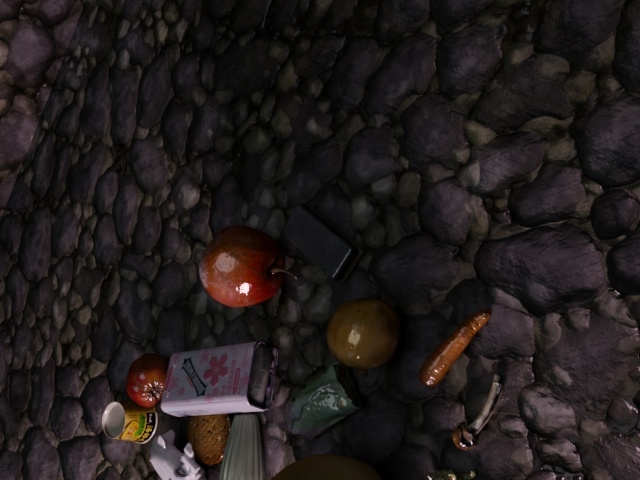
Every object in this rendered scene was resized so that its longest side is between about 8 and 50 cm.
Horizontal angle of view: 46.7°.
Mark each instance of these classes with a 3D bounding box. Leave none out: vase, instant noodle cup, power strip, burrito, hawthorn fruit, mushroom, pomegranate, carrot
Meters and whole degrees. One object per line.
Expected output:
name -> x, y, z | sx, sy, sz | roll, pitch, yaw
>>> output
vase -> -0.213, 0.605, 2.044 | 0.128, 0.128, 0.248 | -13, 64, 36
instant noodle cup -> -0.612, 0.573, 2.359 | 0.151, 0.122, 0.152 | -7, 78, 35
power strip -> 0.000, 0.000, 2.024 | 0.256, 0.070, 0.105 | 41, 105, 34
burrito -> -0.004, 0.427, 1.932 | 0.229, 0.089, 0.144 | -41, 56, 23
hawthorn fruit -> -0.541, 0.422, 2.334 | 0.163, 0.162, 0.203 | -61, 35, 12
mushroom -> 0.363, 0.390, 1.676 | 0.060, 0.061, 0.187 | 34, 91, 24
pomegranate -> 0.107, 0.241, 1.831 | 0.196, 0.196, 0.196 | -9, 76, 37
hawthorn fruit -> -0.206, 0.079, 2.085 | 0.235, 0.262, 0.231 | -78, 10, -58
carrot -> 0.314, 0.247, 1.738 | 0.248, 0.059, 0.059 | -53, 55, 15

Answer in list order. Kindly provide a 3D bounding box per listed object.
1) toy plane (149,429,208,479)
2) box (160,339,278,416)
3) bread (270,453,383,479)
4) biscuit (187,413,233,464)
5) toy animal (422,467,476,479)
toy plane -> -0.412, 0.672, 2.178 | 0.244, 0.117, 0.245 | 21, 124, 35
box -> -0.289, 0.403, 2.132 | 0.369, 0.112, 0.190 | -11, 60, 36
bread -> 0.011, 0.683, 1.684 | 0.347, 0.253, 0.376 | -26, 37, 6
biscuit -> -0.324, 0.566, 2.193 | 0.187, 0.027, 0.188 | -10, 74, 36
toy animal -> 0.330, 0.553, 1.657 | 0.219, 0.069, 0.086 | 13, 110, 44
